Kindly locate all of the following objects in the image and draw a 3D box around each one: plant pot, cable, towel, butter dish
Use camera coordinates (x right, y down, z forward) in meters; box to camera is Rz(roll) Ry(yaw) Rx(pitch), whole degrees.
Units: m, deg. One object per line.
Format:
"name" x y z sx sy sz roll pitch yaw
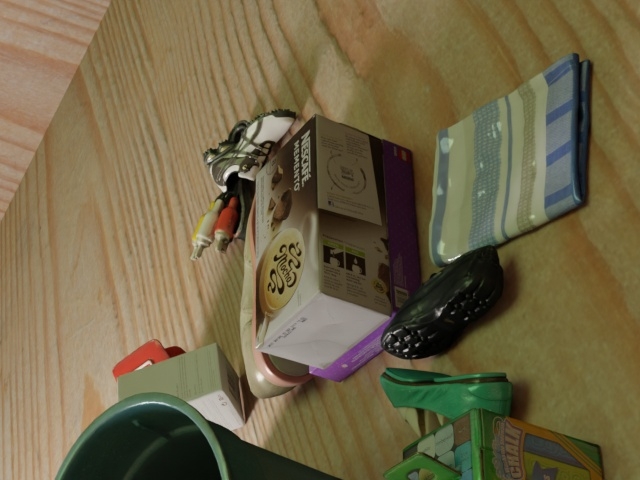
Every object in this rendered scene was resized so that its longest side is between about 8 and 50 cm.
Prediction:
"plant pot" -0.106 0.384 1.528 0.341 0.334 0.341 -21 59 39
"cable" -0.161 -0.099 2.296 0.139 0.072 0.287 -15 60 53
"towel" 0.230 -0.095 1.597 0.285 0.034 0.209 -28 50 54
"butter dish" -0.257 0.249 2.212 0.160 0.118 0.160 -35 82 41

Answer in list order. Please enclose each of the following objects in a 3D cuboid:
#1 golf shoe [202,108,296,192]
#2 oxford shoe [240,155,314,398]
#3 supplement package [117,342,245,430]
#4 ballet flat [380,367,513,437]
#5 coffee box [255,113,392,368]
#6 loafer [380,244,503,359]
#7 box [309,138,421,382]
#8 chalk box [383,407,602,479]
"golf shoe" -0.112 -0.155 2.239 0.198 0.077 0.094 -33 67 27
"oxford shoe" -0.072 0.051 1.963 0.146 0.140 0.397 136 146 -54
"supplement package" -0.226 0.259 2.052 0.179 0.105 0.105 -19 44 7
"ballet flat" 0.142 0.198 1.524 0.247 0.083 0.087 -7 81 63
"coffee box" 0.000 0.000 1.742 0.168 0.118 0.297 -42 39 44
"loafer" 0.153 0.081 1.592 0.223 0.076 0.078 -43 23 46
"box" 0.058 0.028 1.812 0.201 0.057 0.293 -40 39 43
"chalk box" 0.166 0.261 1.281 0.132 0.213 0.132 -40 40 46
